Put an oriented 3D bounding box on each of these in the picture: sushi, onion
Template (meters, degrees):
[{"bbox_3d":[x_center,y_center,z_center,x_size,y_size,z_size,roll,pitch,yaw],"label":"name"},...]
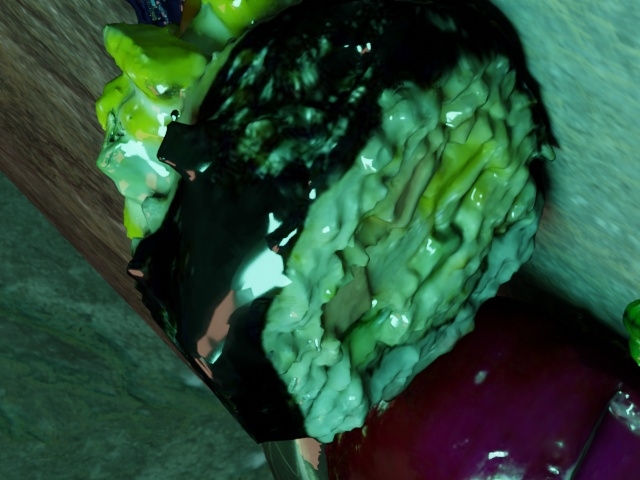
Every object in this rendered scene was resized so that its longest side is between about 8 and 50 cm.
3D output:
[{"bbox_3d":[-0.028,-0.050,1.417,0.285,0.329,0.328,33,167,27],"label":"sushi"},{"bbox_3d":[0.141,0.278,1.659,0.398,0.420,0.398,34,170,7],"label":"onion"}]

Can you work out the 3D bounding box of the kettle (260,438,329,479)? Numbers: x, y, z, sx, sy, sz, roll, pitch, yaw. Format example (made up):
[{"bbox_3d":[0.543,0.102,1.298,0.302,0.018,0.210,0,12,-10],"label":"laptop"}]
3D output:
[{"bbox_3d":[0.071,0.197,2.159,0.321,0.228,0.324,6,142,29],"label":"kettle"}]

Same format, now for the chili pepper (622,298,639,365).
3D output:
[{"bbox_3d":[0.298,0.098,1.367,0.099,0.083,0.253,54,170,-26],"label":"chili pepper"}]

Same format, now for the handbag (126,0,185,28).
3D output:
[{"bbox_3d":[-0.074,-0.176,1.632,0.260,0.113,0.162,51,160,-16],"label":"handbag"}]
